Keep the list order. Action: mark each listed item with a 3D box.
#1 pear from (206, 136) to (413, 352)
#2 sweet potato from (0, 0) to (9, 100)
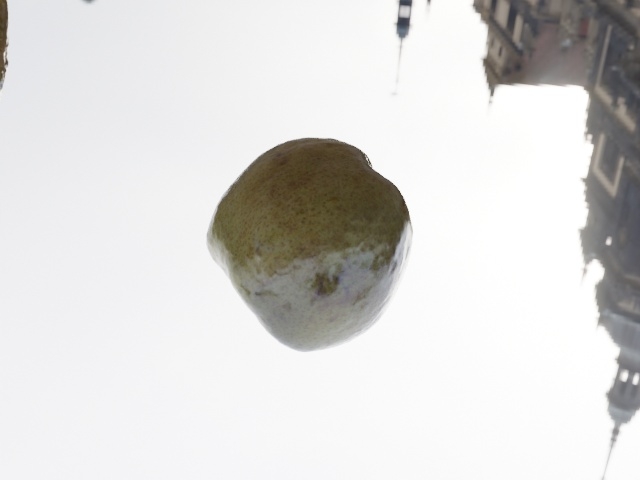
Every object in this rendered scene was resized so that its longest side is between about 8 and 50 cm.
[{"bbox_3d":[0.000,0.000,1.104,0.211,0.228,0.188,-38,-158,10],"label":"pear"},{"bbox_3d":[-0.233,-0.105,0.648,0.067,0.274,0.067,-3,178,0],"label":"sweet potato"}]
